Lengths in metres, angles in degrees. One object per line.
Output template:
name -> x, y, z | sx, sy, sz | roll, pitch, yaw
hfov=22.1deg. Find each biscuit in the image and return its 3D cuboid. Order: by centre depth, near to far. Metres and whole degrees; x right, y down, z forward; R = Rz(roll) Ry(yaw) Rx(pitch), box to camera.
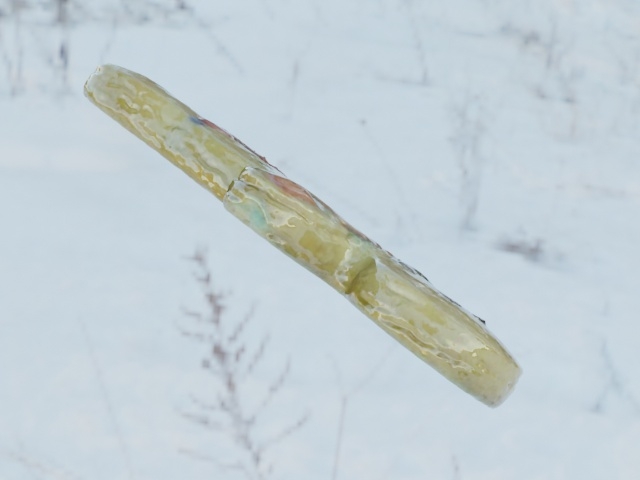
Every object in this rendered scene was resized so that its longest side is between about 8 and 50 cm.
biscuit -> 0.000, 0.000, 0.722 | 0.234, 0.030, 0.153 | 37, 3, 39
